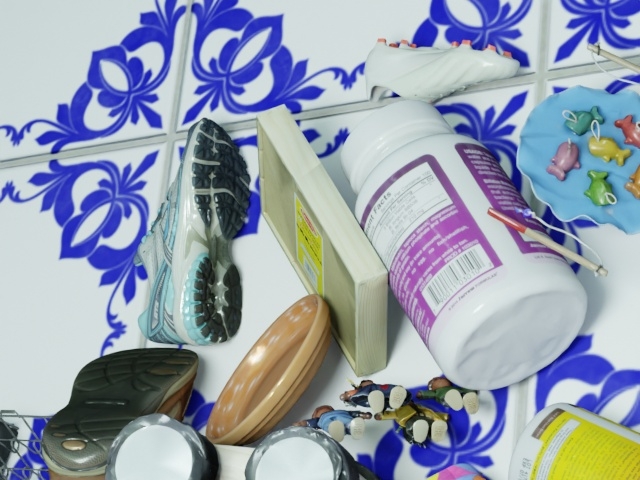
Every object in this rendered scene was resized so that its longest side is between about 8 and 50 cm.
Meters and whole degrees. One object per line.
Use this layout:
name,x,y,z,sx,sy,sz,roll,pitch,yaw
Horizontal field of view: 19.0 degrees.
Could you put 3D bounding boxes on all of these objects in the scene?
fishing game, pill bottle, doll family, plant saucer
fishing game,0.293,-0.087,1.942,0.189,0.041,0.264,31,60,13
pill bottle,0.138,-0.004,2.000,0.169,0.169,0.301,-38,53,12
doll family,0.069,0.176,1.984,0.111,0.193,0.076,-152,69,-74
pill bottle,0.293,0.242,1.818,0.215,0.117,0.117,23,81,38
plant saucer,-0.050,0.147,2.075,0.200,0.037,0.200,-49,14,16

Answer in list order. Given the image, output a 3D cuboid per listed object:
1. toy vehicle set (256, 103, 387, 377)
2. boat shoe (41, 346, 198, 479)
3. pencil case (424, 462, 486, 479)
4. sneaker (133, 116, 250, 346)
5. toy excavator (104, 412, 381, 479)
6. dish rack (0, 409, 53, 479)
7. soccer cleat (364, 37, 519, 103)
toy vehicle set,0.000,0.000,2.092,0.035,0.166,0.267,-19,53,-15
boat shoe,-0.217,0.210,2.071,0.122,0.324,0.120,3,109,16
pencil case,0.183,0.316,1.869,0.104,0.104,0.236,-50,51,3
sneaker,-0.164,-0.011,2.235,0.122,0.110,0.283,-11,63,32
toy excavator,-0.013,0.419,1.873,0.433,0.222,0.445,3,74,15
dish rack,-0.321,0.291,2.192,0.271,0.074,0.208,-1,54,28
soccer cleat,0.137,-0.185,2.158,0.196,0.068,0.076,6,87,35
